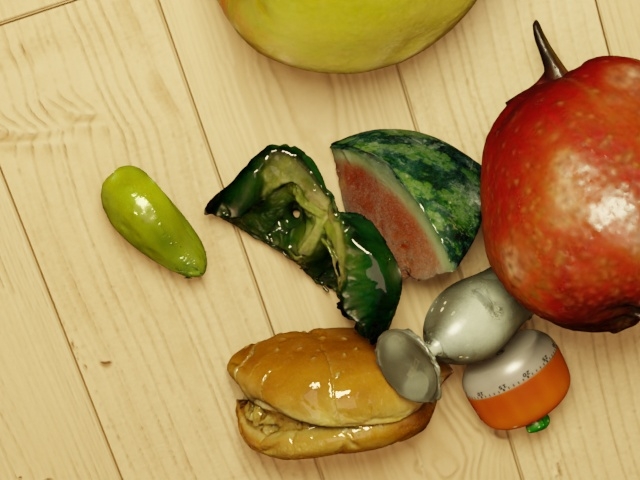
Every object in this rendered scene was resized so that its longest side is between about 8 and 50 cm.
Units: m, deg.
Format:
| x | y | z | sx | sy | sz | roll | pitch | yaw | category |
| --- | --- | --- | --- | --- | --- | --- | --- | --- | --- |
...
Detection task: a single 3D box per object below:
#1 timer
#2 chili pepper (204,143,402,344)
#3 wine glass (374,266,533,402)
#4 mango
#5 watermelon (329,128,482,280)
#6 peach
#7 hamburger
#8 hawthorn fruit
| x | y | z | sx | sy | sz | roll | pitch | yaw | category |
| --- | --- | --- | --- | --- | --- | --- | --- | --- | --- |
| 0.252 | 0.185 | 1.498 | 0.136 | 0.099 | 0.136 | 1 | 117 | 2 | timer |
| 0.006 | 0.001 | 1.425 | 0.264 | 0.116 | 0.148 | 46 | 121 | 10 | chili pepper |
| 0.170 | 0.100 | 1.412 | 0.222 | 0.103 | 0.103 | -31 | 107 | -37 | wine glass |
| -0.200 | -0.016 | 1.435 | 0.074 | 0.091 | 0.165 | -38 | 101 | -4 | mango |
| 0.086 | -0.036 | 1.428 | 0.207 | 0.136 | 0.202 | 26 | 96 | 7 | watermelon |
| 0.037 | -0.334 | 1.269 | 0.316 | 0.281 | 0.314 | 1 | 98 | -11 | peach |
| 0.025 | 0.187 | 1.458 | 0.283 | 0.156 | 0.144 | -5 | 103 | 1 | hamburger |
| 0.303 | -0.080 | 1.342 | 0.285 | 0.285 | 0.369 | -16 | 84 | 2 | hawthorn fruit |
